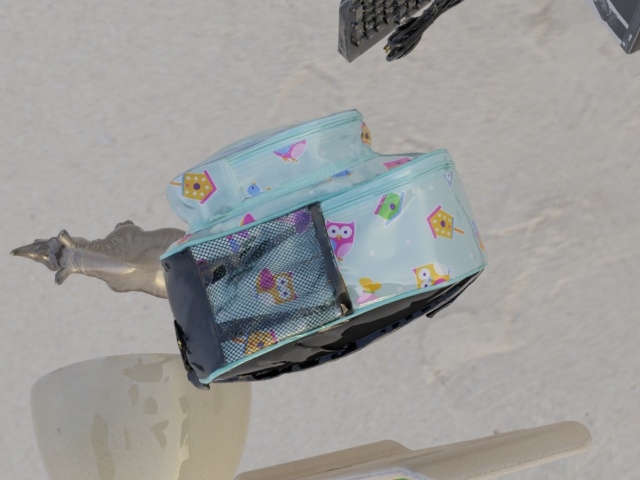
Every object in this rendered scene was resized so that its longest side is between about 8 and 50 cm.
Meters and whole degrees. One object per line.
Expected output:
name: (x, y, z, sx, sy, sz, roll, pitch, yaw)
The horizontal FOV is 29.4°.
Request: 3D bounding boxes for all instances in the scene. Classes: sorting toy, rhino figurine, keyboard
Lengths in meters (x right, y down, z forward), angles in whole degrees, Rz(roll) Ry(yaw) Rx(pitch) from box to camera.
sorting toy: (0.068, 0.172, 0.908, 0.208, 0.193, 0.038, -15, 82, 46)
rhino figurine: (-0.190, 0.018, 1.232, 0.106, 0.243, 0.073, -155, 72, -64)
keyboard: (0.142, -0.280, 1.233, 0.317, 0.201, 0.033, -38, 74, -13)

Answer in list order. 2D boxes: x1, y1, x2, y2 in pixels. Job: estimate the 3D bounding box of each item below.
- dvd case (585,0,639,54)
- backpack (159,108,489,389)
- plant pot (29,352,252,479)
dvd case: (0.341, -0.369, 1.497, 0.239, 0.029, 0.179, 59, 165, 22)
backpack: (0.000, 0.000, 0.731, 0.188, 0.166, 0.144, -12, 87, -4)
plant pot: (-0.221, 0.279, 1.533, 0.284, 0.284, 0.191, -24, 59, 33)
